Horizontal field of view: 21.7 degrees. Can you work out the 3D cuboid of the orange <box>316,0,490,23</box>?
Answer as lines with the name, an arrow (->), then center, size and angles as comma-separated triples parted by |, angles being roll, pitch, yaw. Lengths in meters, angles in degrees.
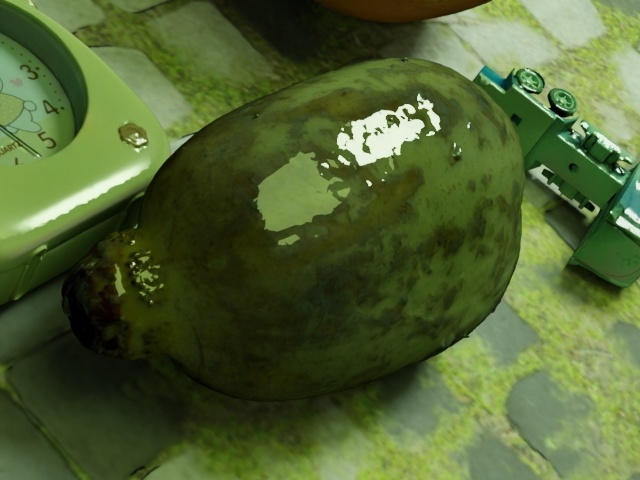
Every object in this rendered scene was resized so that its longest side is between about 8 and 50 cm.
orange -> 0.053, -0.302, 1.109 | 0.312, 0.312, 0.312 | 17, 45, -18

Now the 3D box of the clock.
clock -> -0.207, -0.077, 0.918 | 0.232, 0.069, 0.170 | 45, 44, 13

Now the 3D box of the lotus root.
lotus root -> 0.000, 0.000, 0.919 | 0.309, 0.173, 0.173 | -25, 68, -41

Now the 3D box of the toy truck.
toy truck -> 0.164, -0.046, 1.122 | 0.175, 0.067, 0.081 | 38, 43, 4
